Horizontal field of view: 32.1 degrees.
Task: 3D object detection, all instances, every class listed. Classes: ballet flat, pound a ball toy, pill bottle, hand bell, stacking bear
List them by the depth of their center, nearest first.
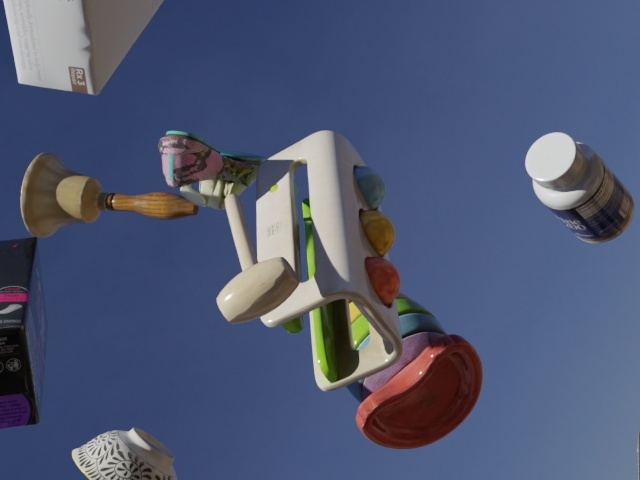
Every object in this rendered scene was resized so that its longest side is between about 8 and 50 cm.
[{"bbox_3d":[0.237,-0.050,1.025,0.120,0.067,0.067,36,-98,-45],"label":"pill bottle"},{"bbox_3d":[0.000,0.000,1.169,0.208,0.135,0.319,52,-160,-35],"label":"pound a ball toy"},{"bbox_3d":[-0.130,-0.078,1.321,0.221,0.076,0.079,7,-88,-70],"label":"ballet flat"},{"bbox_3d":[0.077,0.129,1.509,0.175,0.289,0.164,-40,-43,2],"label":"stacking bear"},{"bbox_3d":[-0.288,-0.053,1.583,0.126,0.242,0.126,6,-90,-75],"label":"hand bell"}]

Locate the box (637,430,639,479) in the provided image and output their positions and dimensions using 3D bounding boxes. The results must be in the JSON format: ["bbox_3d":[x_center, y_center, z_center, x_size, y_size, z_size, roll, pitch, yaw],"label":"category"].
[{"bbox_3d":[0.457,0.246,1.207,0.156,0.158,0.093,-21,-62,-26],"label":"box"}]

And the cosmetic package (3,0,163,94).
[{"bbox_3d":[-0.207,-0.247,1.033,0.231,0.085,0.117,-68,-16,-49],"label":"cosmetic package"}]

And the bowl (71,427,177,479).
[{"bbox_3d":[-0.260,0.318,1.575,0.080,0.170,0.170,-53,-25,-4],"label":"bowl"}]

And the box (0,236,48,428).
[{"bbox_3d":[-0.444,0.116,1.428,0.165,0.270,0.143,-6,-66,-9],"label":"box"}]
